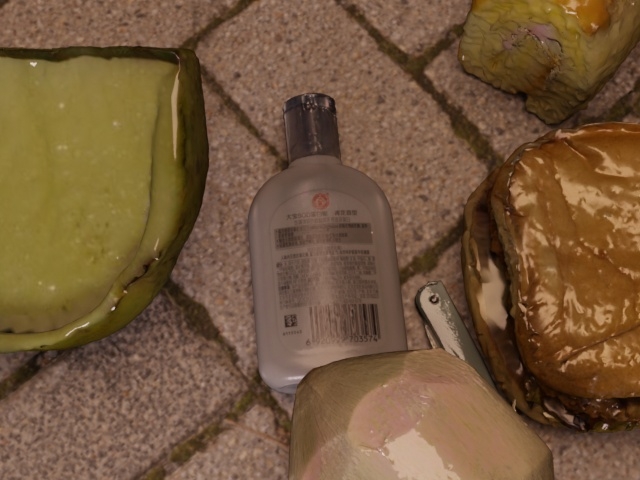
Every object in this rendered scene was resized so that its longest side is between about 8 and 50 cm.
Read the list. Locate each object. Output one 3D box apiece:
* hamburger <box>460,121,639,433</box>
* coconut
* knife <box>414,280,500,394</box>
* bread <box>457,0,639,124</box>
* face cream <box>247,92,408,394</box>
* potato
[{"bbox_3d":[0.262,0.037,1.401,0.259,0.144,0.283,1,64,-7],"label":"hamburger"},{"bbox_3d":[0.076,0.195,1.290,0.224,0.224,0.234,-33,76,-15],"label":"coconut"},{"bbox_3d":[0.130,0.115,1.424,0.044,0.023,0.162,-23,72,-7],"label":"knife"},{"bbox_3d":[0.298,-0.318,1.490,0.165,0.236,0.375,32,70,7],"label":"bread"},{"bbox_3d":[0.000,0.000,1.436,0.144,0.071,0.291,-5,70,-6],"label":"face cream"},{"bbox_3d":[-0.233,-0.043,1.392,0.330,0.213,0.280,3,93,20],"label":"potato"}]
